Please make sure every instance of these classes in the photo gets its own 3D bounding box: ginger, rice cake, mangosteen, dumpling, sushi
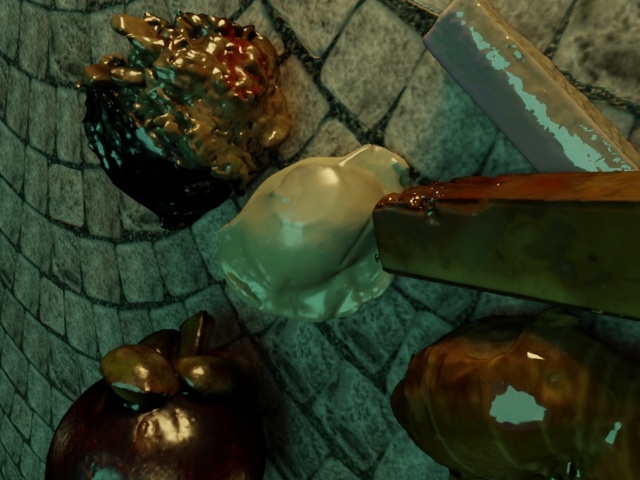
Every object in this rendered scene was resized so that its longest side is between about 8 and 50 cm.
[{"bbox_3d":[0.225,0.198,0.460,0.357,0.152,0.274,14,127,31],"label":"ginger"},{"bbox_3d":[0.232,-0.084,0.437,0.399,0.064,0.070,54,132,12],"label":"rice cake"},{"bbox_3d":[-0.218,0.276,0.682,0.306,0.307,0.347,16,92,30],"label":"mangosteen"},{"bbox_3d":[0.000,0.000,0.564,0.258,0.147,0.193,-23,97,5],"label":"dumpling"},{"bbox_3d":[-0.150,-0.154,0.581,0.218,0.238,0.225,-24,102,31],"label":"sushi"}]

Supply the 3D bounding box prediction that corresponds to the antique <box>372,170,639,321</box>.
[{"bbox_3d":[0.184,-0.005,0.420,0.310,0.087,0.093,8,116,50],"label":"antique"}]
